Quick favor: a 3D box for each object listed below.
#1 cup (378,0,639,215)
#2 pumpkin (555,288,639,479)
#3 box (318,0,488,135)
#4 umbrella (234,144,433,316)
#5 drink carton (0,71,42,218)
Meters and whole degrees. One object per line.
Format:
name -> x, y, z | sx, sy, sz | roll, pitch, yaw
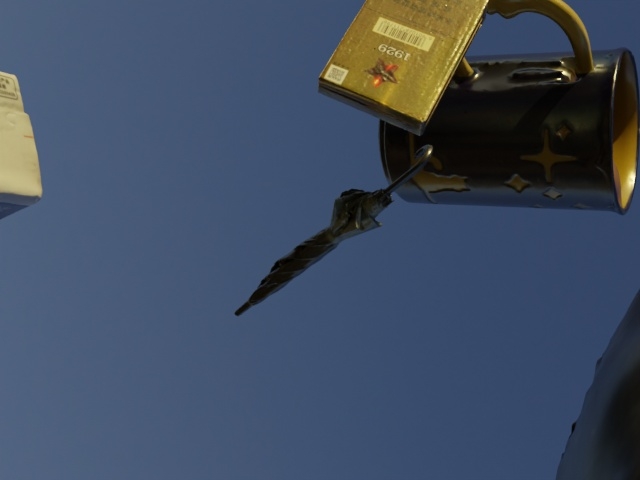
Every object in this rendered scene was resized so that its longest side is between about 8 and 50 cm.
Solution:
cup -> 0.201, -0.158, 1.315 | 0.256, 0.178, 0.255 | 3, -70, 23
pumpkin -> 0.276, 0.160, 0.378 | 0.344, 0.454, 0.454 | -33, -116, 41
box -> 0.066, -0.153, 0.959 | 0.090, 0.023, 0.133 | 22, -117, 12
umbrella -> -0.001, 0.003, 0.989 | 0.269, 0.044, 0.044 | -41, -161, 38
drink carton -> -0.323, -0.040, 0.846 | 0.222, 0.134, 0.102 | -23, -103, 27
